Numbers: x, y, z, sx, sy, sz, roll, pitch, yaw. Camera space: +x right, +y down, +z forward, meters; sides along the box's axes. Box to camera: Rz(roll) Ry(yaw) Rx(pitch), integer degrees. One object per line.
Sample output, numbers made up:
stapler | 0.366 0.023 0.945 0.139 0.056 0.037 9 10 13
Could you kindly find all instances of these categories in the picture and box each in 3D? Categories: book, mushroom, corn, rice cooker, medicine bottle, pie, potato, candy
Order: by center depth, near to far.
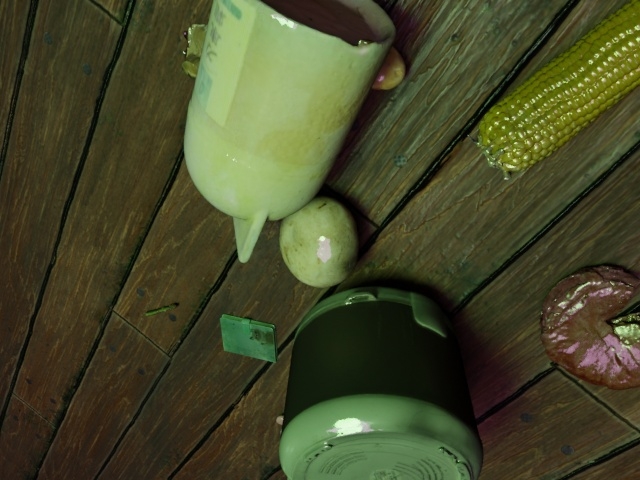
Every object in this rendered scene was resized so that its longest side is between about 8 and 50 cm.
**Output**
corn | 0.341 -0.208 0.619 0.106 0.106 0.305 46 118 -4
potato | 0.090 -0.265 0.719 0.083 0.068 0.062 68 159 -1
medicine bottle | -0.079 -0.175 0.722 0.235 0.236 0.406 33 131 4
pie | 0.467 0.147 0.767 0.218 0.054 0.205 25 121 10
candy | -0.168 -0.301 0.778 0.085 0.110 0.095 32 113 26
rice cooker | 0.097 0.269 0.825 0.334 0.325 0.335 1 125 2
mushroom | 0.000 0.000 0.851 0.166 0.127 0.167 11 107 39
book | -0.164 0.221 1.086 0.134 0.017 0.103 9 118 18

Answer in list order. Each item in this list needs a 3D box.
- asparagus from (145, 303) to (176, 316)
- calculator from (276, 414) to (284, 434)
asparagus | -0.382 0.167 1.150 0.114 0.015 0.014 -19 104 30
calculator | -0.039 0.478 1.157 0.166 0.024 0.103 47 123 -7
